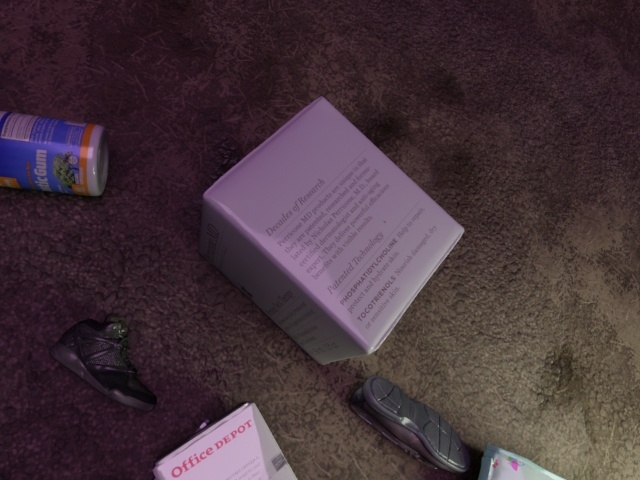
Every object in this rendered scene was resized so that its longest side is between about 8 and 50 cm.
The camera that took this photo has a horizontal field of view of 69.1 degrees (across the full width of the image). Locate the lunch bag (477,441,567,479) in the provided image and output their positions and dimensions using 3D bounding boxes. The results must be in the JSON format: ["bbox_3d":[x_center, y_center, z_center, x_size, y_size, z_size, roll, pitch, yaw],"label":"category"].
[{"bbox_3d":[0.430,0.596,1.006,0.262,0.160,0.224,31,66,-11],"label":"lunch bag"}]

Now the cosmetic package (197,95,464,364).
[{"bbox_3d":[0.000,0.000,0.979,0.393,0.329,0.327,43,66,1],"label":"cosmetic package"}]

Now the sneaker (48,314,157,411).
[{"bbox_3d":[-0.395,0.231,0.908,0.227,0.087,0.130,36,72,3],"label":"sneaker"}]

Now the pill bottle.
[{"bbox_3d":[-0.591,-0.179,0.951,0.271,0.152,0.153,5,71,-15],"label":"pill bottle"}]

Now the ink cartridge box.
[{"bbox_3d":[-0.152,0.476,0.864,0.207,0.117,0.283,-28,84,-24],"label":"ink cartridge box"}]

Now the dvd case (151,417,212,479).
[{"bbox_3d":[-0.241,0.491,0.905,0.164,0.018,0.221,43,65,0],"label":"dvd case"}]

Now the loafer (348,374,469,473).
[{"bbox_3d":[0.197,0.419,1.043,0.302,0.095,0.109,40,35,-6],"label":"loafer"}]
